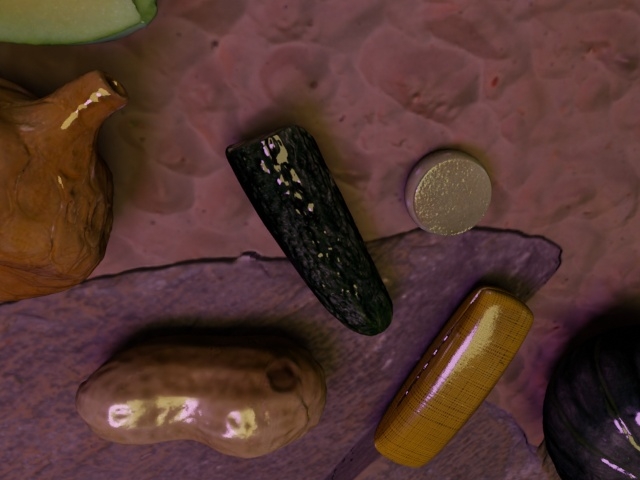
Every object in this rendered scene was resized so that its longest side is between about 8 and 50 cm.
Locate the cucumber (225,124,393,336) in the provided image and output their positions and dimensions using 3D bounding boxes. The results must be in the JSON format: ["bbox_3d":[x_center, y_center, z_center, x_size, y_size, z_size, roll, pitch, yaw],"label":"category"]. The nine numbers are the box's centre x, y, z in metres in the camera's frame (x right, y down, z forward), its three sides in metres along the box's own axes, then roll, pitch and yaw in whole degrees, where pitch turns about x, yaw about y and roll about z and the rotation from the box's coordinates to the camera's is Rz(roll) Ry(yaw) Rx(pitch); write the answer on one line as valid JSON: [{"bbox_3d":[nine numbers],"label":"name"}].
[{"bbox_3d":[0.001,0.000,0.531,0.074,0.074,0.241,-28,119,3],"label":"cucumber"}]

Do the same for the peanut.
[{"bbox_3d":[-0.107,0.148,0.552,0.236,0.120,0.110,3,153,-19],"label":"peanut"}]

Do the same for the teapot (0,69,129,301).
[{"bbox_3d":[-0.266,-0.048,0.413,0.311,0.167,0.203,-12,164,20],"label":"teapot"}]

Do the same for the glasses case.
[{"bbox_3d":[0.143,0.153,0.635,0.079,0.064,0.234,25,108,-18],"label":"glasses case"}]

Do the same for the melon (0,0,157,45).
[{"bbox_3d":[-0.246,-0.225,0.319,0.323,0.124,0.196,41,59,-38],"label":"melon"}]

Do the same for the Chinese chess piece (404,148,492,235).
[{"bbox_3d":[0.121,-0.046,0.554,0.084,0.034,0.084,-4,114,-8],"label":"Chinese chess piece"}]

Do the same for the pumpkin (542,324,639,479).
[{"bbox_3d":[0.370,0.197,0.630,0.250,0.216,0.250,12,136,11],"label":"pumpkin"}]
